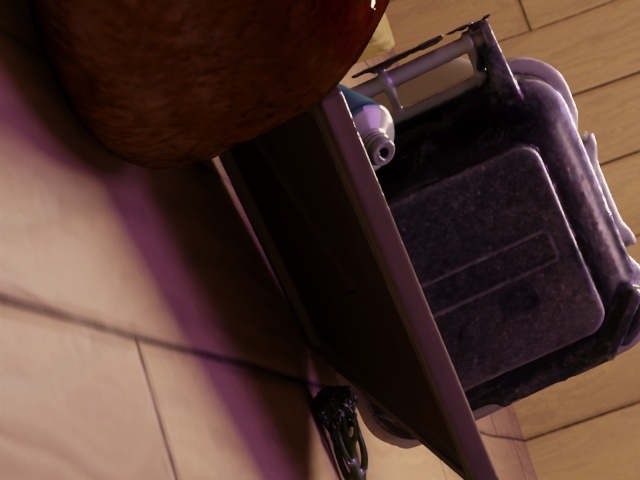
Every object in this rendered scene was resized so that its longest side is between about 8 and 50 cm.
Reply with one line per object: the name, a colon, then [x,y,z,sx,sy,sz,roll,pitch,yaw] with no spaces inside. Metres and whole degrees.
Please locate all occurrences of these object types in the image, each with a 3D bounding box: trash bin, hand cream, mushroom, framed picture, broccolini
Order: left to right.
mushroom: [-0.064,-0.181,0.841,0.283,0.195,0.263,65,30,-22]
hand cream: [-0.027,-0.093,1.083,0.224,0.048,0.083,33,-26,45]
framed picture: [0.000,0.000,1.084,0.232,0.024,0.315,36,-24,52]
broccolini: [0.025,0.170,1.208,0.035,0.030,0.140,-33,109,-72]
trash bin: [0.089,-0.041,1.396,0.296,0.255,0.368,63,3,-16]

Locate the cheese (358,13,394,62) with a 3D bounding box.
cheese: [-0.026,-0.292,1.629,0.384,0.104,0.384,-19,90,-81]
